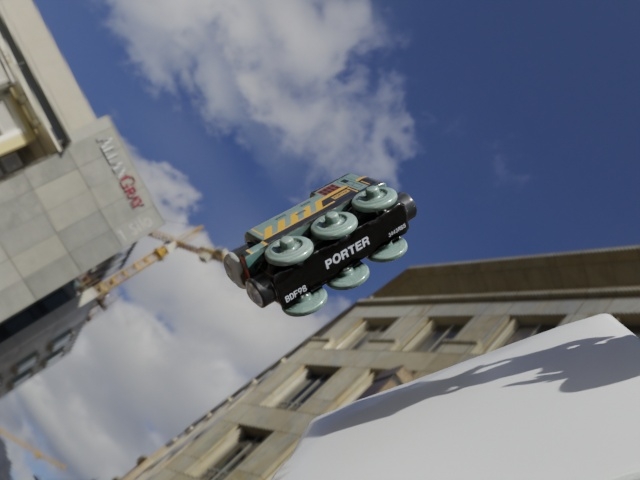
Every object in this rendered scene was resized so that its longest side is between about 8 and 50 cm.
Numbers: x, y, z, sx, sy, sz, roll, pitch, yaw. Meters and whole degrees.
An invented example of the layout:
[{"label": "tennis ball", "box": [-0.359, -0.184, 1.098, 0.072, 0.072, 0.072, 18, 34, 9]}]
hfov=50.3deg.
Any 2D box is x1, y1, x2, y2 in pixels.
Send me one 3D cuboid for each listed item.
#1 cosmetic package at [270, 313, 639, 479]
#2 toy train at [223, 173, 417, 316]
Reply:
[{"label": "cosmetic package", "box": [0.172, 0.319, 0.523, 0.327, 0.329, 0.393, -22, -89, 12]}, {"label": "toy train", "box": [0.000, 0.000, 1.141, 0.190, 0.334, 0.142, 25, -41, 51]}]
